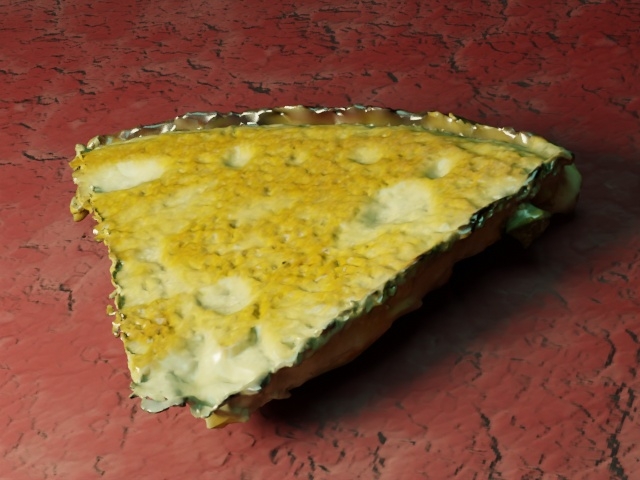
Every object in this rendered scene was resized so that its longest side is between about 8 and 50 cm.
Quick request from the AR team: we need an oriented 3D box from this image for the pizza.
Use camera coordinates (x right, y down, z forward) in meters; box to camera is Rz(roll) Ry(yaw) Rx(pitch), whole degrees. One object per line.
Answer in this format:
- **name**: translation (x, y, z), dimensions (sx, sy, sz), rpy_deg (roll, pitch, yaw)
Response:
- **pizza**: translation (0.008, -0.019, 1.345), dimensions (0.392, 0.080, 0.435), rpy_deg (-17, 34, -7)
